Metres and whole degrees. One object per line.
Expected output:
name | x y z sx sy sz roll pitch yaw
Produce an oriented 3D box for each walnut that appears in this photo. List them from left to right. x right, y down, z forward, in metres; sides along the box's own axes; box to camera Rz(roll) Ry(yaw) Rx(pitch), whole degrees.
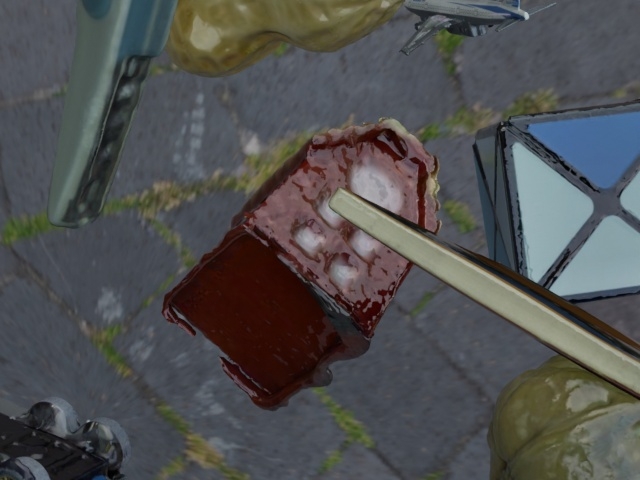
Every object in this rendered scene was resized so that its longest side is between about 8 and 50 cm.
walnut | 0.344 0.271 1.717 0.277 0.282 0.253 -7 119 -25

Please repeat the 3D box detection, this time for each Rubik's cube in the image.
Rubik's cube | 0.346 -0.049 1.813 0.250 0.248 0.246 -8 89 0

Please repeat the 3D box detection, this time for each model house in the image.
model house | 0.000 0.000 1.300 0.160 0.196 0.254 40 50 -7

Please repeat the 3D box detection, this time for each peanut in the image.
peanut | -0.035 -0.248 1.360 0.306 0.147 0.147 -7 82 30

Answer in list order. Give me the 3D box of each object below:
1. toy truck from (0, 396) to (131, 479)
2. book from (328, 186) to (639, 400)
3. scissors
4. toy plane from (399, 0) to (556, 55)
toy truck | -0.316 0.235 1.323 0.367 0.146 0.175 20 111 27
book | 0.183 0.059 1.069 0.263 0.374 0.028 33 96 26
scissors | -0.084 -0.123 0.630 0.041 0.289 0.138 -8 41 -39
toy plane | 0.158 -0.251 1.519 0.226 0.226 0.058 -29 106 -24
